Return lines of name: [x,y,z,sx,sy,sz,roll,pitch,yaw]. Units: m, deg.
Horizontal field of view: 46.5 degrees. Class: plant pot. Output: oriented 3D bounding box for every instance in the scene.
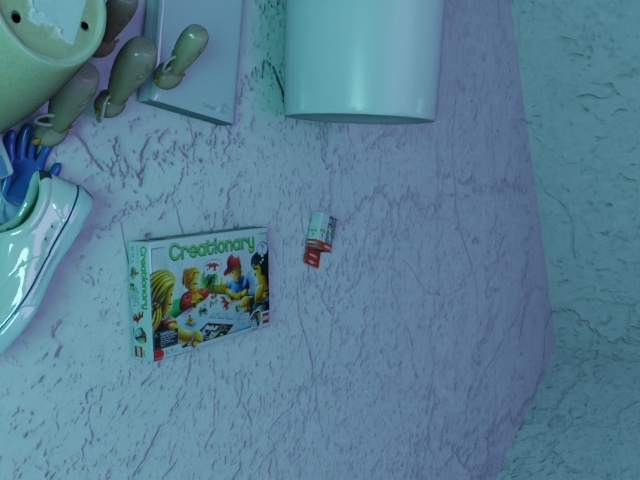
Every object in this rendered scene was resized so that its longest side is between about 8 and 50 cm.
plant pot: [-0.356,-0.220,0.759,0.256,0.274,0.257,6,83,-55]

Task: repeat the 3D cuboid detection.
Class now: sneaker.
sneaker: [-0.398,0.028,0.966,0.091,0.094,0.258,35,71,-34]

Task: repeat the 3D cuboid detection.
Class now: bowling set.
bowling set: [-0.318,-0.275,1.045,0.200,0.154,0.287,53,43,3]

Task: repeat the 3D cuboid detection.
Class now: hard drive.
hard drive: [-0.210,-0.366,1.258,0.203,0.040,0.308,6,87,-56]

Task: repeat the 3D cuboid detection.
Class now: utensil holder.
utensil holder: [0.088,-0.428,1.448,0.327,0.327,0.386,-7,100,-56]

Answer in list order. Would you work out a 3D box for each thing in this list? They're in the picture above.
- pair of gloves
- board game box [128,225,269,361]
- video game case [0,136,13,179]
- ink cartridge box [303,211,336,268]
pair of gloves: [-0.428,-0.098,0.970,0.198,0.023,0.159,31,67,-54]
board game box: [-0.201,0.082,1.299,0.305,0.053,0.193,-10,101,-56]
video game case: [-0.518,-0.178,0.796,0.300,0.036,0.329,-36,117,-49]
ink cartridge box: [0.000,0.000,1.614,0.063,0.029,0.115,26,71,-55]
